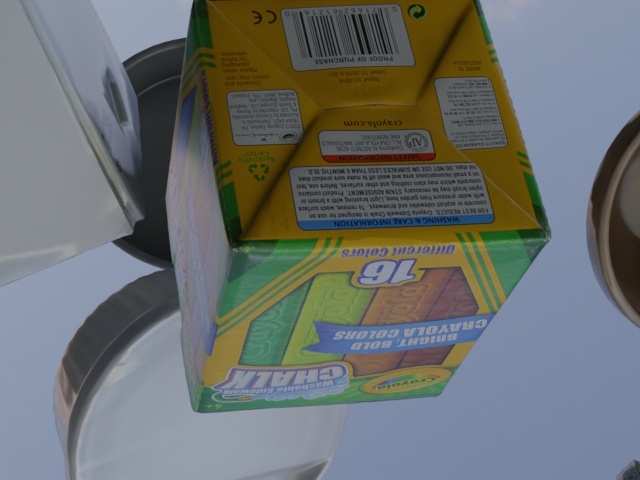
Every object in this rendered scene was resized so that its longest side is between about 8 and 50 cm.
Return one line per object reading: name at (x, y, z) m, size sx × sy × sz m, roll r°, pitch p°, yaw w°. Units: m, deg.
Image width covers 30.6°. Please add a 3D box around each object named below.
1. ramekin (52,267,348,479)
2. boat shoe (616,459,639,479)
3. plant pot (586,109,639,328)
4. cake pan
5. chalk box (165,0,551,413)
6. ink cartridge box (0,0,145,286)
ramekin at (-0.119, 0.149, 1.071) m, size 0.273 × 0.273 × 0.127 m, roll -48°, pitch -144°, yaw -5°
boat shoe at (0.273, 0.226, 0.719) m, size 0.076 × 0.083 × 0.226 m, roll -33°, pitch -97°, yaw 13°
plant pot at (0.330, -0.033, 1.028) m, size 0.237 × 0.237 × 0.110 m, roll -42°, pitch -159°, yaw 1°
cake pan at (-0.130, -0.092, 1.320) m, size 0.293 × 0.054 × 0.293 m, roll 1°, pitch -111°, yaw -3°
chalk box at (0.000, 0.000, 0.558) m, size 0.132 × 0.213 × 0.132 m, roll -4°, pitch -120°, yaw -13°
ink cartridge box at (-0.252, -0.039, 0.559) m, size 0.307 × 0.129 × 0.223 m, roll -22°, pitch -155°, yaw 0°
